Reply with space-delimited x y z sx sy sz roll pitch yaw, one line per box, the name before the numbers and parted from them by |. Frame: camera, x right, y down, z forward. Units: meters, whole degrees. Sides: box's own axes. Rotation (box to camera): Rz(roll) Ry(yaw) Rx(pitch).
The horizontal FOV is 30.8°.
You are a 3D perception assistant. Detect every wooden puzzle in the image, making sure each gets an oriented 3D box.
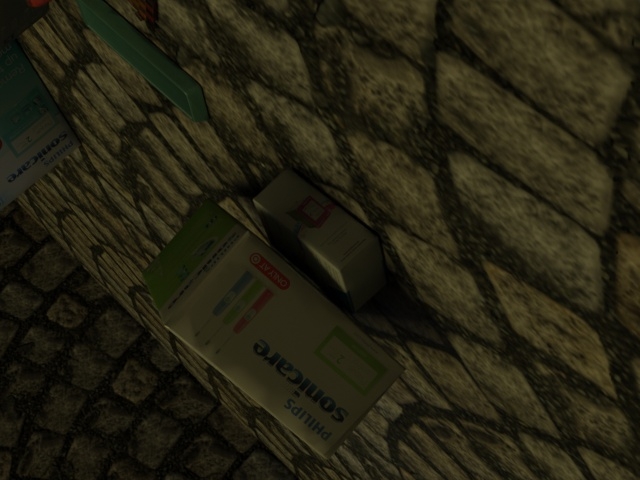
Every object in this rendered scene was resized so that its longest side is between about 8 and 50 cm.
wooden puzzle | -0.171 -0.228 1.085 0.049 0.006 0.083 46 165 6

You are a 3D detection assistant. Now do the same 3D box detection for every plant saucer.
plant saucer | -0.188 -0.193 1.199 0.192 0.018 0.067 41 164 20

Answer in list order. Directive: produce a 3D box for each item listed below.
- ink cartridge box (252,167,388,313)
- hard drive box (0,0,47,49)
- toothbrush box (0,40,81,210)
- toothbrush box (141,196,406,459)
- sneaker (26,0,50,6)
ink cartridge box | 0.000 0.000 1.100 0.122 0.052 0.088 41 164 29
hard drive box | -0.391 -0.329 1.278 0.181 0.089 0.232 48 165 -4
toothbrush box | -0.530 -0.195 1.744 0.126 0.216 0.296 37 161 34
toothbrush box | -0.060 0.079 1.188 0.206 0.122 0.283 42 179 -14
sneaker | -0.283 -0.322 0.888 0.350 0.148 0.131 45 165 11
